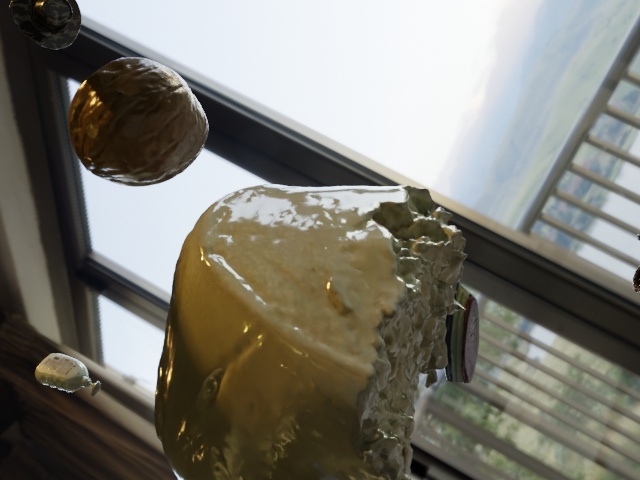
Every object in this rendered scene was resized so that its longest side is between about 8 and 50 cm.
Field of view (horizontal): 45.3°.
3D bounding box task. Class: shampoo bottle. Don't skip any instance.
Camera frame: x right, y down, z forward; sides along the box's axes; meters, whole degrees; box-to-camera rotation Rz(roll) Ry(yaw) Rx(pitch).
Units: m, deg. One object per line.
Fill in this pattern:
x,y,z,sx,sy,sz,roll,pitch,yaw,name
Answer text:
-0.525,0.287,1.623,0.077,0.152,0.045,-52,-36,-42,shampoo bottle

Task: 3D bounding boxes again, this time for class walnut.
-0.309,-0.193,1.293,0.228,0.228,0.228,-58,-11,-19,walnut

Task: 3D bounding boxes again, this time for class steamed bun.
-0.005,0.116,0.622,0.272,0.274,0.290,-90,6,-65,steamed bun

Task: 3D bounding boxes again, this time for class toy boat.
0.251,0.165,1.352,0.080,0.046,0.228,-30,-47,-29,toy boat

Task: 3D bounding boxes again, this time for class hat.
-0.436,-0.367,1.241,0.050,0.121,0.121,-6,40,48,hat

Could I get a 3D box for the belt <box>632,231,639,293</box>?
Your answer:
0.492,-0.051,0.907,0.126,0.094,0.359,-94,14,-48,belt
